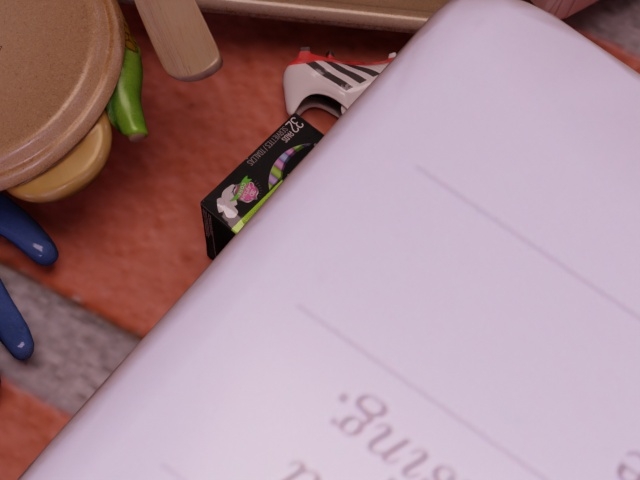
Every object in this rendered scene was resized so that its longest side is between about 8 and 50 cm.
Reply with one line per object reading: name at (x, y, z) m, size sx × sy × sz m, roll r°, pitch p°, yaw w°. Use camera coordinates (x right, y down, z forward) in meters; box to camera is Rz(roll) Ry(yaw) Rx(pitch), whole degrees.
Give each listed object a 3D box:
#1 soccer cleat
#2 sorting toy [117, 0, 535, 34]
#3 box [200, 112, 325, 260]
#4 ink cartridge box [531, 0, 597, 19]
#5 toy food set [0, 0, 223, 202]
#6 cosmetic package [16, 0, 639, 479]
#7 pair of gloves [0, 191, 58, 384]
soccer cleat at (0.024, -0.067, 0.797) m, size 0.083 × 0.029 × 0.035 m, roll 4°, pitch 71°, yaw 5°
sorting toy at (0.049, -0.190, 0.857) m, size 0.307 × 0.041 × 0.229 m, roll 5°, pitch 63°, yaw -5°
box at (0.000, 0.000, 0.746) m, size 0.083 × 0.052 × 0.062 m, roll 39°, pitch 70°, yaw 17°
ink cartridge box at (0.158, -0.275, 0.854) m, size 0.296 × 0.066 × 0.261 m, roll -29°, pitch 72°, yaw -20°
toy food set at (-0.138, -0.067, 0.762) m, size 0.192 × 0.038 × 0.132 m, roll -26°, pitch 59°, yaw 5°
cosmetic package at (0.047, 0.224, 0.478) m, size 0.329 × 0.327 × 0.393 m, roll 34°, pitch 68°, yaw 16°
pair of gloves at (-0.216, 0.018, 0.753) m, size 0.198 × 0.023 × 0.159 m, roll -22°, pitch 65°, yaw -12°
